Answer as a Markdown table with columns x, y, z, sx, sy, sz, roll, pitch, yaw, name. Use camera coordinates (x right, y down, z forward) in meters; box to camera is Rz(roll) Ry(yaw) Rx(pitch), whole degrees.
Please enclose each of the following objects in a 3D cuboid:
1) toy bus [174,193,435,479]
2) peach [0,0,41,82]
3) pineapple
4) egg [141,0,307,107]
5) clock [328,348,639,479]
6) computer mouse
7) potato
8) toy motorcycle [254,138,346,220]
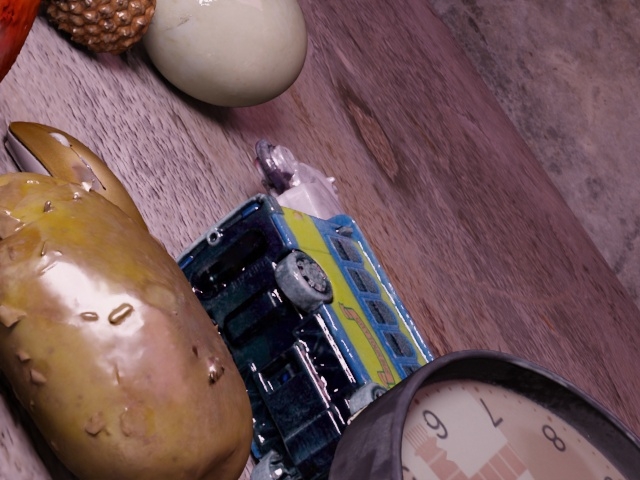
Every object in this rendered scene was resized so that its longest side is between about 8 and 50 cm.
| x | y | z | sx | sy | sz | roll | pitch | yaw | name |
| --- | --- | --- | --- | --- | --- | --- | --- | --- | --- |
| 0.003 | 0.123 | 1.075 | 0.190 | 0.152 | 0.312 | 11 | 44 | -58 | toy bus |
| -0.321 | -0.205 | 0.837 | 0.281 | 0.238 | 0.281 | 57 | -19 | 32 | peach |
| -0.297 | -0.299 | 1.196 | 0.277 | 0.130 | 0.119 | 23 | 22 | -49 | pineapple |
| -0.117 | -0.262 | 1.410 | 0.253 | 0.186 | 0.186 | 20 | 37 | -48 | egg |
| 0.181 | 0.253 | 0.873 | 0.386 | 0.076 | 0.386 | 27 | 35 | -21 | clock |
| -0.214 | -0.036 | 1.042 | 0.199 | 0.045 | 0.102 | 56 | 19 | 12 | computer mouse |
| -0.159 | 0.068 | 0.854 | 0.296 | 0.141 | 0.191 | 51 | 18 | 8 | potato |
| 0.000 | 0.000 | 1.349 | 0.260 | 0.110 | 0.171 | 63 | 12 | 16 | toy motorcycle |
